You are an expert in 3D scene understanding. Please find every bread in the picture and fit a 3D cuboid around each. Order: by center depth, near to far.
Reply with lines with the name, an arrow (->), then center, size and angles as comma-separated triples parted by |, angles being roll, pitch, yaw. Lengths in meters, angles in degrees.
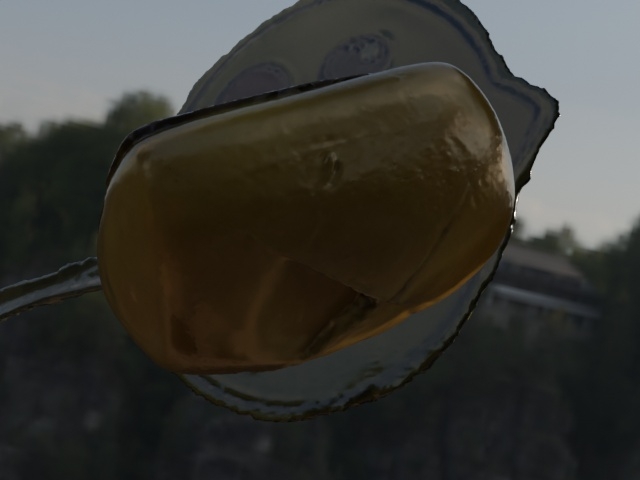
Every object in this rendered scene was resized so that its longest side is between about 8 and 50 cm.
bread -> 0.000, 0.000, 0.442 | 0.115, 0.082, 0.056 | -11, 48, -20

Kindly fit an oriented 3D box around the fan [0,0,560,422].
fan -> -0.035, -0.012, 0.801 | 0.335, 0.229, 0.011 | -18, -32, 27
